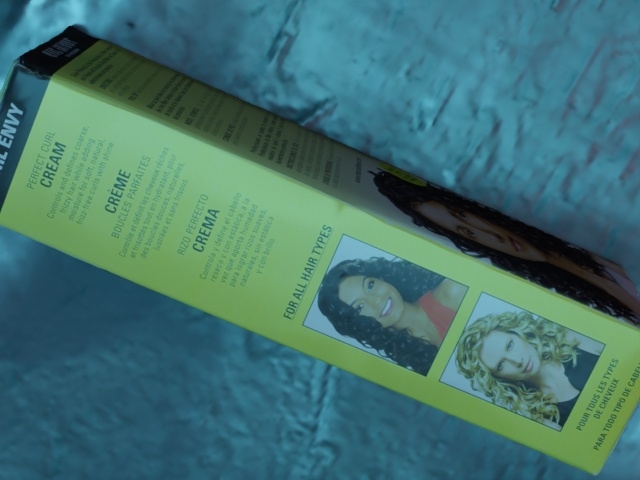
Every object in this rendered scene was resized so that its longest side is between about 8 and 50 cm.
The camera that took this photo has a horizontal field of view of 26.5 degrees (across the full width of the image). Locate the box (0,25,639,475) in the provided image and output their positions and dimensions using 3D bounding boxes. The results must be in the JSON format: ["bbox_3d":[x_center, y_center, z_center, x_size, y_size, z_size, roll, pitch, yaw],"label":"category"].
[{"bbox_3d":[0.000,0.000,0.479,0.232,0.087,0.058,22,105,-6],"label":"box"}]
